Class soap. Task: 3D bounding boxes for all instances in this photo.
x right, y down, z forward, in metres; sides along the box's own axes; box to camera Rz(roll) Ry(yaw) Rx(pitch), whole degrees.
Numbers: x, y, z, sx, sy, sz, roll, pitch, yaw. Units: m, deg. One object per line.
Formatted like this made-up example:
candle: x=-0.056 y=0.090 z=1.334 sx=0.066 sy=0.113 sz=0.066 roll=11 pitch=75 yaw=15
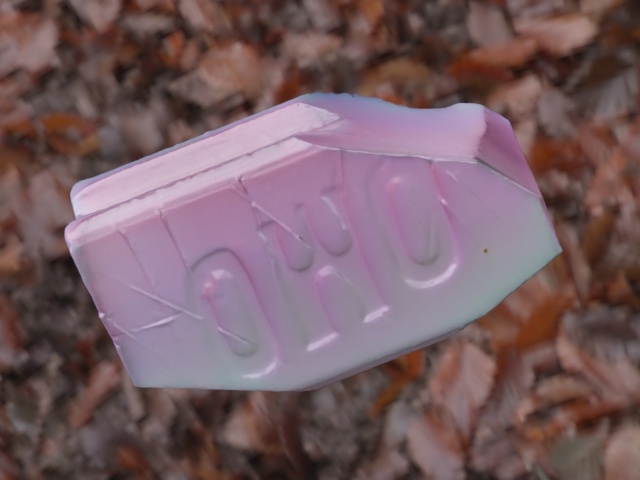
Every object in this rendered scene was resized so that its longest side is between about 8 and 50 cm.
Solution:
soap: x=0.000 y=0.000 z=1.404 sx=0.324 sy=0.193 sz=0.109 roll=-21 pitch=24 yaw=3
